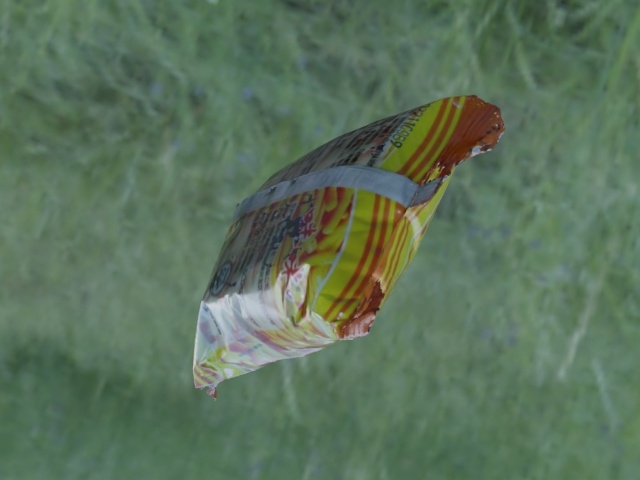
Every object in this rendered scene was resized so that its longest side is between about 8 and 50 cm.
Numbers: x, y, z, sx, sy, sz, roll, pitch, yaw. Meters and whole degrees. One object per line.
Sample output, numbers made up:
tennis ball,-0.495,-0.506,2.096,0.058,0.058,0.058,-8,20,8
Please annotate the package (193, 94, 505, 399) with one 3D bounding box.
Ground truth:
package,-0.002,0.005,1.237,0.108,0.223,0.288,35,149,-16
